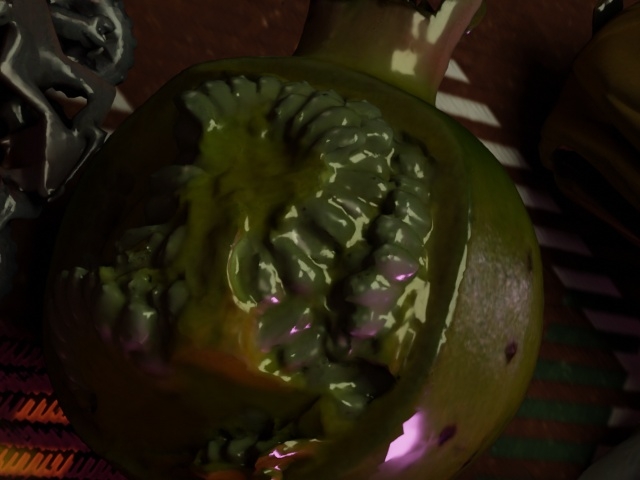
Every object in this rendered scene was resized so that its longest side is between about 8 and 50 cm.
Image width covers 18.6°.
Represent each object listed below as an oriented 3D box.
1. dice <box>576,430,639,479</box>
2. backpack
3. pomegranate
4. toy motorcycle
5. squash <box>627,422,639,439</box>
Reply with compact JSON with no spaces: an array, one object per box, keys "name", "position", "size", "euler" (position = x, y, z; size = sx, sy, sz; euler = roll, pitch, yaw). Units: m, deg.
[{"name":"dice","position":[0.280,0.271,1.147],"size":[0.268,0.262,0.265],"euler":[25,88,-36]},{"name":"backpack","position":[0.362,-0.046,1.441],"size":[0.378,0.201,0.353],"euler":[42,30,24]},{"name":"pomegranate","position":[0.000,0.000,1.003],"size":[0.260,0.260,0.341],"euler":[34,77,-34]},{"name":"toy motorcycle","position":[-0.174,-0.065,1.003],"size":[0.118,0.084,0.212],"euler":[43,56,-30]},{"name":"squash","position":[0.284,0.162,1.381],"size":[0.247,0.132,0.132],"euler":[-20,88,-50]}]
